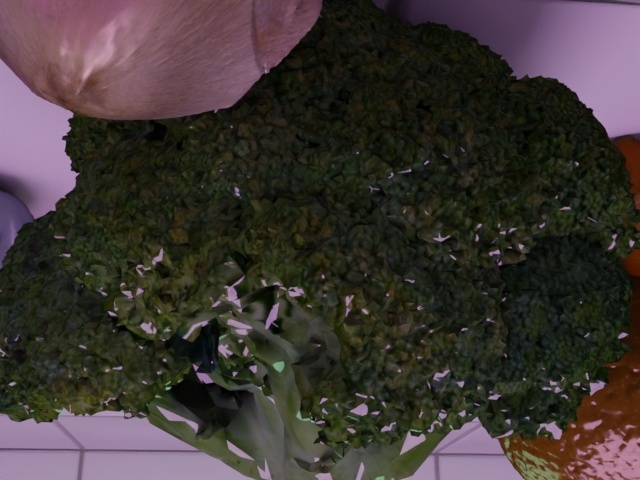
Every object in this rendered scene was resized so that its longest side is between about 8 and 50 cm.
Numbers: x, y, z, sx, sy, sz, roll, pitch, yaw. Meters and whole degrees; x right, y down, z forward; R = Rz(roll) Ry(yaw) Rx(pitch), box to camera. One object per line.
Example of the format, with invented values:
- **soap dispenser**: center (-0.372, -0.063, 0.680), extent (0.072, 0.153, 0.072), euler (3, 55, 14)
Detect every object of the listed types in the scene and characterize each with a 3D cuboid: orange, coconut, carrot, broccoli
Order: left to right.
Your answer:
- **coconut**: center (-0.073, -0.129, 0.356), extent (0.170, 0.183, 0.171), euler (5, 154, 3)
- **broccoli**: center (0.005, 0.002, 0.522), extent (0.413, 0.310, 0.321), euler (-16, 165, -30)
- **carrot**: center (0.293, -0.020, 0.791), extent (0.067, 0.067, 0.225), euler (-9, 154, 21)
- **orange**: center (0.363, 0.177, 0.963), extent (0.357, 0.322, 0.322), euler (26, 147, -30)

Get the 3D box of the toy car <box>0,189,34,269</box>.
- **toy car**: center (-0.395, 0.043, 0.808), extent (0.270, 0.181, 0.212), euler (2, 168, -3)
